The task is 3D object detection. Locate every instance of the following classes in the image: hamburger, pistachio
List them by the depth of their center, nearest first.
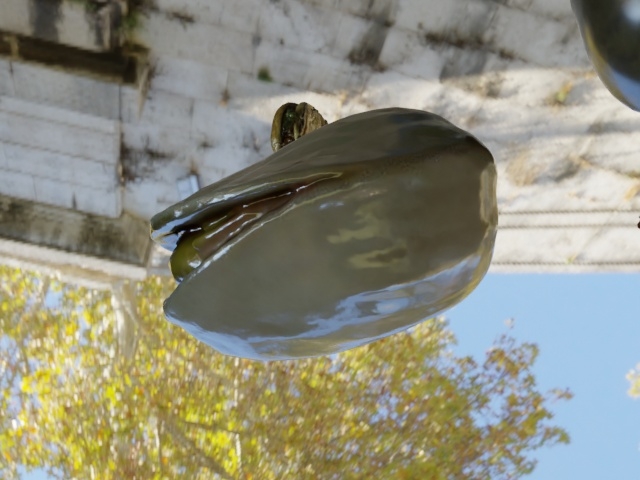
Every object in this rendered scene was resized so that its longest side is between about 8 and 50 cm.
[{"bbox_3d":[0.000,0.000,0.727,0.287,0.197,0.166,-21,-109,18],"label":"pistachio"},{"bbox_3d":[-0.023,-0.113,1.055,0.044,0.083,0.076,-1,-107,23],"label":"hamburger"}]

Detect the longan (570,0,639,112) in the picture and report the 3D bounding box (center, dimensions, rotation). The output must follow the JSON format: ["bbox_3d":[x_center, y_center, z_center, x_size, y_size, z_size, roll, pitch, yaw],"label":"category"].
[{"bbox_3d":[0.339,-0.231,0.891,0.248,0.248,0.248,5,-120,-9],"label":"longan"}]

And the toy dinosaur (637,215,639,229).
[{"bbox_3d":[0.418,-0.023,1.100,0.154,0.055,0.049,-4,-142,-28],"label":"toy dinosaur"}]
